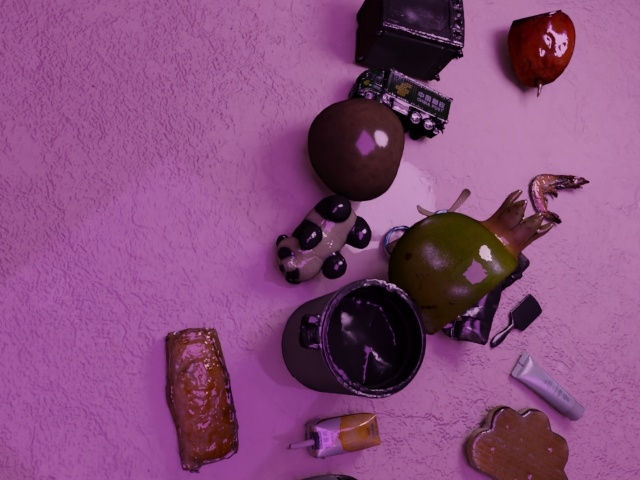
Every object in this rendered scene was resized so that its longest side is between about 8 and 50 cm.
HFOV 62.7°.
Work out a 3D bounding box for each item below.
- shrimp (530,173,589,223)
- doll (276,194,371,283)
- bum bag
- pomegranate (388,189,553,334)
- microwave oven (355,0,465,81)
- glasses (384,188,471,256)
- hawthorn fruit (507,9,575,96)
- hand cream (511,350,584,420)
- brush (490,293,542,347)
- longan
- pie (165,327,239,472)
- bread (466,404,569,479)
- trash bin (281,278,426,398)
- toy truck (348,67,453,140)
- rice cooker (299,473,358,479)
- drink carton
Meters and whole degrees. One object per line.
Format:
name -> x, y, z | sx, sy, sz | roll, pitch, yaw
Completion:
shrimp -> 0.688, -0.120, 1.498 | 0.195, 0.035, 0.147 | -2, 76, -13
doll -> 0.002, 0.000, 1.177 | 0.234, 0.135, 0.143 | -50, 121, -20
bum bag -> 0.408, 0.112, 1.313 | 0.144, 0.095, 0.340 | 34, 64, 9
pomegranate -> 0.290, 0.025, 1.113 | 0.216, 0.310, 0.358 | 47, 109, 18
microwave oven -> 0.230, -0.546, 1.357 | 0.248, 0.188, 0.177 | 8, 75, -18
glasses -> 0.273, -0.053, 1.280 | 0.239, 0.206, 0.102 | -18, 48, -24
hawthorn fruit -> 0.633, -0.535, 1.501 | 0.190, 0.189, 0.251 | 1, 81, -19
hand cream -> 0.579, 0.376, 1.338 | 0.205, 0.050, 0.078 | 41, 70, -1
brush -> 0.504, 0.215, 1.365 | 0.194, 0.016, 0.062 | -35, 90, -24
longan -> 0.086, -0.209, 1.215 | 0.246, 0.215, 0.245 | 1, 88, -15
pie -> -0.239, 0.315, 1.051 | 0.129, 0.068, 0.282 | -9, 84, -20
bread -> 0.488, 0.504, 1.268 | 0.287, 0.056, 0.207 | 35, 72, -9
trash bin -> 0.059, 0.205, 1.076 | 0.278, 0.262, 0.217 | 12, 73, -17
toy truck -> 0.204, -0.354, 1.358 | 0.259, 0.088, 0.121 | 20, 73, -15
rice cooker -> -0.005, 0.544, 1.039 | 0.207, 0.145, 0.127 | -17, 94, -20
drink carton -> 0.023, 0.417, 1.114 | 0.200, 0.074, 0.084 | -3, 78, -19
